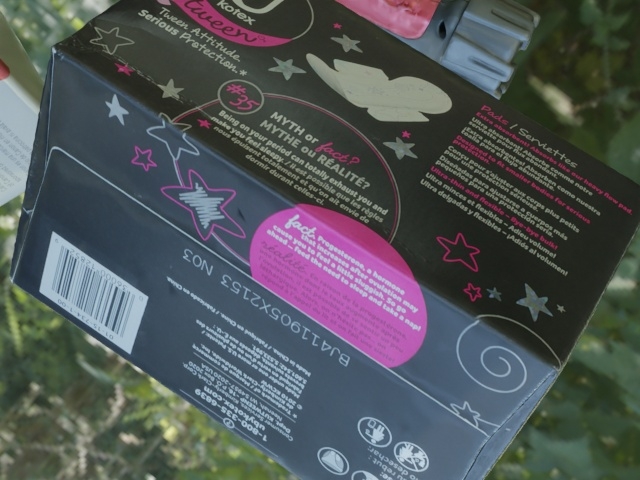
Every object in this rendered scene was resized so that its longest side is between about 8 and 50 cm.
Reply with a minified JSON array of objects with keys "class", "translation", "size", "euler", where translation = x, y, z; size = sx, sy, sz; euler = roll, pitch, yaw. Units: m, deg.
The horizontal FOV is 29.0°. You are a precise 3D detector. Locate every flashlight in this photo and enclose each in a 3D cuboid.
[{"class":"flashlight","translation":[0.033,-0.224,1.034],"size":[0.304,0.103,0.103],"euler":[27,-154,7]}]

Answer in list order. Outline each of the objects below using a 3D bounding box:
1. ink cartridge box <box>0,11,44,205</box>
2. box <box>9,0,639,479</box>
[{"class":"ink cartridge box","translation":[-0.407,-0.068,0.855],"size":[0.160,0.385,0.279],"euler":[57,179,23]},{"class":"box","translation":[0.000,0.000,0.590],"size":[0.247,0.142,0.163],"euler":[33,135,9]}]
